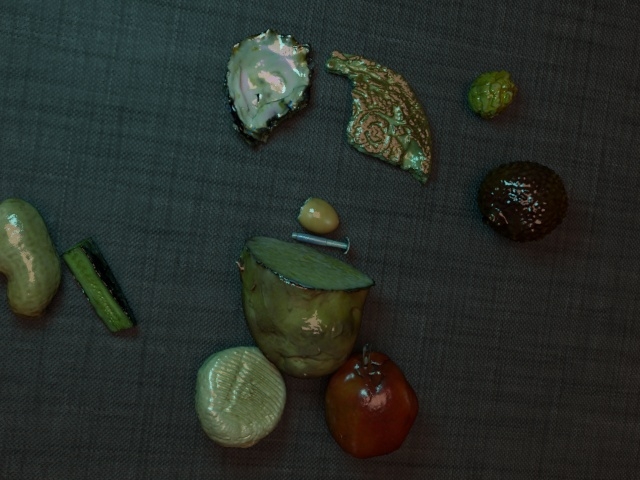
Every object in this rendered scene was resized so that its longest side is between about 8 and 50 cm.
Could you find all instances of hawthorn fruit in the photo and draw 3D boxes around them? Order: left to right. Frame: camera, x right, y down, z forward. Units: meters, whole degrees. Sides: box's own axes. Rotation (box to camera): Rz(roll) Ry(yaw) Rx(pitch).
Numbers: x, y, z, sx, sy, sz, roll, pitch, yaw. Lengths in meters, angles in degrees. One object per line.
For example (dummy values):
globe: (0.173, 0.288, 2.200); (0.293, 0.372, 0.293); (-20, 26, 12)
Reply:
hawthorn fruit: (0.104, 0.335, 1.386); (0.211, 0.211, 0.299); (-17, 125, -9)

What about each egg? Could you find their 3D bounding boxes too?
egg: (-0.003, -0.053, 1.436); (0.096, 0.080, 0.080); (34, 86, -6)

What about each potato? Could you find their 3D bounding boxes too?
potato: (-0.057, 0.158, 1.364); (0.300, 0.288, 0.237); (7, 110, -39)

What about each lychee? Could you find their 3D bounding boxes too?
lychee: (0.462, -0.087, 1.469); (0.238, 0.200, 0.200); (-29, 97, -24)

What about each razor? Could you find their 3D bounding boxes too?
razor: (0.000, 0.000, 1.459); (0.135, 0.068, 0.040); (12, 88, 1)

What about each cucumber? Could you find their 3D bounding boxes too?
cucumber: (-0.469, 0.098, 1.372); (0.078, 0.062, 0.211); (-24, 104, 25)

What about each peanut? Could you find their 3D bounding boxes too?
peanut: (-0.616, 0.039, 1.310); (0.137, 0.122, 0.253); (-21, 100, -9)

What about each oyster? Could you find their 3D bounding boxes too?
oyster: (-0.117, -0.337, 1.407); (0.198, 0.092, 0.260); (11, 81, -11)

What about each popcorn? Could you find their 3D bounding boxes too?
popcorn: (0.405, -0.340, 1.489); (0.116, 0.121, 0.106); (-5, 127, -3)

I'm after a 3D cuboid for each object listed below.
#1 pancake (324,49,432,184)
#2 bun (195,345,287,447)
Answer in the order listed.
pancake: (0.138, -0.282, 1.473); (0.197, 0.054, 0.376); (-34, 95, -9)
bun: (-0.181, 0.343, 1.390); (0.220, 0.134, 0.220); (9, 74, -34)
